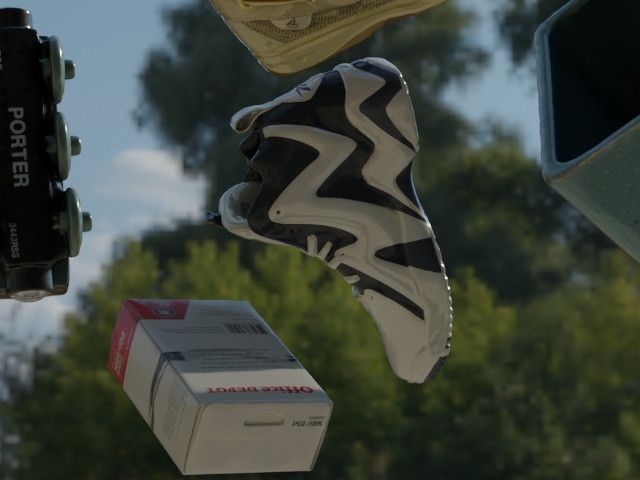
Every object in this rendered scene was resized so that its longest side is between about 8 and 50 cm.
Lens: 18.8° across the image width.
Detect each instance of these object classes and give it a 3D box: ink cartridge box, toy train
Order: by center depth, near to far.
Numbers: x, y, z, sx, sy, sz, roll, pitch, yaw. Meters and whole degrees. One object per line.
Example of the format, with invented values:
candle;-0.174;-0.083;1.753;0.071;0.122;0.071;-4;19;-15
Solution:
ink cartridge box;-0.068;0.094;1.262;0.099;0.056;0.135;3;26;-30
toy train;-0.339;-0.085;2.147;0.142;0.334;0.190;-5;-13;-13

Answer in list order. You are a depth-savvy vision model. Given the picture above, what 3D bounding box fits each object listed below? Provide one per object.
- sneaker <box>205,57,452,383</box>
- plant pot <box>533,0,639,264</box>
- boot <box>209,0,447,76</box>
sneaker;0.000;0.000;1.352;0.153;0.235;0.094;-14;20;-9
plant pot;0.321;-0.078;1.318;0.248;0.247;0.252;-35;-68;22
boot;0.000;-0.226;1.182;0.262;0.095;0.203;-26;-51;34
